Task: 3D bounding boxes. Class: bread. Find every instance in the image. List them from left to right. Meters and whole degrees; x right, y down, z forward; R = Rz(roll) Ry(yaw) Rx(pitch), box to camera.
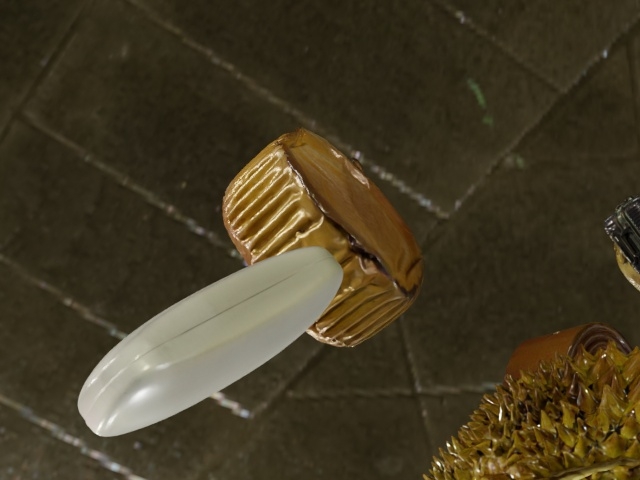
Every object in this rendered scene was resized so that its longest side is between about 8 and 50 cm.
[{"bbox_3d":[0.001,0.001,1.248,0.104,0.199,0.199,-41,110,16],"label":"bread"}]

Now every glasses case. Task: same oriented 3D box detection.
[{"bbox_3d":[-0.061,0.057,0.866,0.049,0.197,0.076,49,136,14],"label":"glasses case"}]

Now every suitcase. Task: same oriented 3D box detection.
[{"bbox_3d":[0.383,-0.015,1.701,0.059,0.126,0.086,-39,85,28],"label":"suitcase"}]

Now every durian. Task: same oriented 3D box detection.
[{"bbox_3d":[0.285,0.265,1.343,0.384,0.347,0.347,23,130,-34],"label":"durian"}]

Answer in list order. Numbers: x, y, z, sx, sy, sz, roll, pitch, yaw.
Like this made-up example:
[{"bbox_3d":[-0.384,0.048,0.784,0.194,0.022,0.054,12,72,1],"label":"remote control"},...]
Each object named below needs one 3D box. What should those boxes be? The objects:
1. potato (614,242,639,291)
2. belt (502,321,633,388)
[{"bbox_3d":[0.456,0.015,1.888,0.137,0.137,0.176,-34,92,30],"label":"potato"},{"bbox_3d":[0.342,0.279,1.897,0.217,0.338,0.122,17,154,-39],"label":"belt"}]
